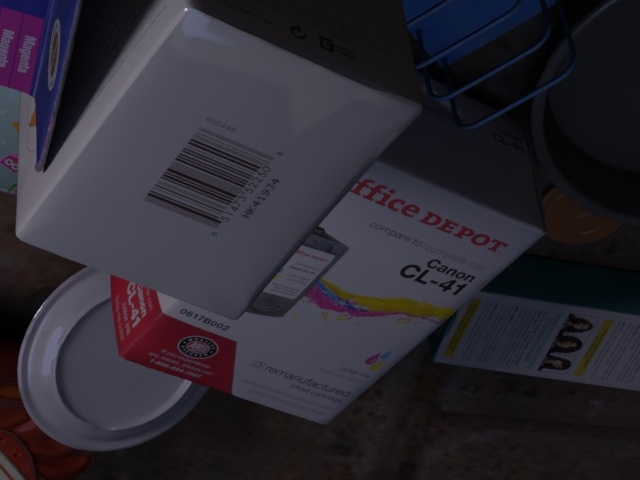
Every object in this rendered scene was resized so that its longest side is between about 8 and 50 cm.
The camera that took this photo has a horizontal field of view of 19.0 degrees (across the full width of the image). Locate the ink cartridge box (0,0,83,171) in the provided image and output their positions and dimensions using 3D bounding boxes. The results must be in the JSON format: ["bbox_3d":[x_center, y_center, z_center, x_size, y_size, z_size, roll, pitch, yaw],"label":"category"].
[{"bbox_3d":[-0.175,-0.269,1.160,0.071,0.330,0.324,7,133,-14],"label":"ink cartridge box"}]

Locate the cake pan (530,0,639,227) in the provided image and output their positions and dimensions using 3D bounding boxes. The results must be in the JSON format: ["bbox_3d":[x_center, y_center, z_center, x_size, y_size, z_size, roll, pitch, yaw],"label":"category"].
[{"bbox_3d":[0.312,-0.129,1.560,0.293,0.054,0.293,-4,135,-4],"label":"cake pan"}]

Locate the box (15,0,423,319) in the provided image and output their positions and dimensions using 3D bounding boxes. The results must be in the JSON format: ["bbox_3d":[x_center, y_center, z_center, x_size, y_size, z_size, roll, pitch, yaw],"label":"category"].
[{"bbox_3d":[-0.079,-0.159,1.271,0.168,0.345,0.215,22,129,-27],"label":"box"}]

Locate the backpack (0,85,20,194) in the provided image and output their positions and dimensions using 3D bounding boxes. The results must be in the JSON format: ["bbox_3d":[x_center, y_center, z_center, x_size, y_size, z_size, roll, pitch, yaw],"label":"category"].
[{"bbox_3d":[-0.212,-0.120,1.442,0.188,0.144,0.166,13,127,-23],"label":"backpack"}]

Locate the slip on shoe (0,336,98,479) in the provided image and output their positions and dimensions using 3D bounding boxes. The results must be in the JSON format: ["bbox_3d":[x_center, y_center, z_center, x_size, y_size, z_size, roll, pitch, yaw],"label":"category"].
[{"bbox_3d":[-0.303,0.118,1.703,0.101,0.123,0.331,-37,132,-4],"label":"slip on shoe"}]

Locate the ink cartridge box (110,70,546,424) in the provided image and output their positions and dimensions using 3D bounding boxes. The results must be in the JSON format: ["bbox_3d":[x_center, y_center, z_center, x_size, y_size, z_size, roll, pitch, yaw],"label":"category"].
[{"bbox_3d":[0.000,0.000,1.577,0.226,0.131,0.306,21,133,-30],"label":"ink cartridge box"}]

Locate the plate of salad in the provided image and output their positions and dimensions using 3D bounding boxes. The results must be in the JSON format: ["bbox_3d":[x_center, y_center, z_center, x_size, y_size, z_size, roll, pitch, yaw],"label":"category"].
[{"bbox_3d":[-0.178,0.096,1.708,0.200,0.048,0.200,-13,120,-23],"label":"plate of salad"}]

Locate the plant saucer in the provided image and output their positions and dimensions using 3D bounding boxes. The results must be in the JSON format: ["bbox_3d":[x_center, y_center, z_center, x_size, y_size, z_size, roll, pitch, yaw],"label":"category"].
[{"bbox_3d":[0.231,-0.027,1.682,0.083,0.013,0.083,-4,135,-4],"label":"plant saucer"}]

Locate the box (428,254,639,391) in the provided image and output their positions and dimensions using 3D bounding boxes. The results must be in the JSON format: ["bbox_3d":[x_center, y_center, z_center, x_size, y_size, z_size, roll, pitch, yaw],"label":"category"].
[{"bbox_3d":[0.228,0.074,1.749,0.244,0.060,0.100,9,133,-16],"label":"box"}]

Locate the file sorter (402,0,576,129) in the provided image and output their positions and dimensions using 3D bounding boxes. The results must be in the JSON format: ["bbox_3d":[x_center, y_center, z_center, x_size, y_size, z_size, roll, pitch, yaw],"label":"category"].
[{"bbox_3d":[0.101,-0.182,1.444,0.118,0.104,0.170,-29,132,21],"label":"file sorter"}]
